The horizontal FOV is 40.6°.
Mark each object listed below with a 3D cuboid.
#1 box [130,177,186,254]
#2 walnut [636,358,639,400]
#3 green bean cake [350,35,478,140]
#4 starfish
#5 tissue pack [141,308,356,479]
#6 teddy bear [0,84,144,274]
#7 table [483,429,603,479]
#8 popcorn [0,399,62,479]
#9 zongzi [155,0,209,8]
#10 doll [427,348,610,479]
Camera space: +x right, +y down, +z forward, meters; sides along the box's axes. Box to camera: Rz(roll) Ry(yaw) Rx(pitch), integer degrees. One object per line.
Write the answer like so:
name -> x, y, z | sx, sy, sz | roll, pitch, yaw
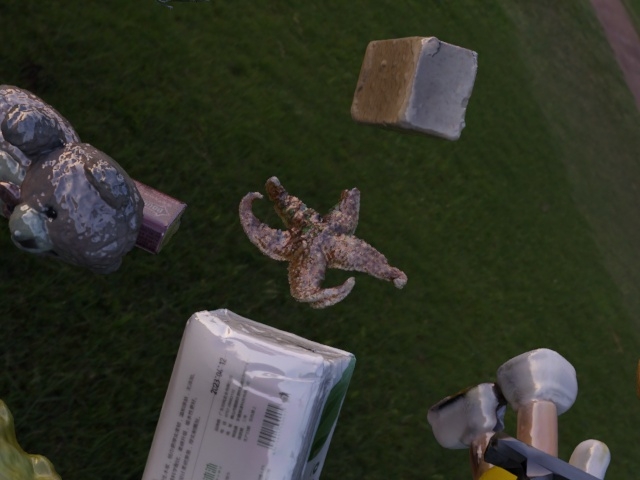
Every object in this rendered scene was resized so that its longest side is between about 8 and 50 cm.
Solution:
box -> -0.346, -0.065, 1.438 | 0.224, 0.069, 0.120 | 26, 28, 0
walnut -> 0.506, 0.159, 0.957 | 0.332, 0.333, 0.333 | 24, 52, -34
green bean cake -> 0.110, -0.183, 1.045 | 0.085, 0.179, 0.109 | 10, 95, -20
starfish -> 0.002, 0.005, 0.950 | 0.150, 0.209, 0.053 | -59, 156, -20
tissue pack -> -0.124, 0.316, 1.436 | 0.194, 0.266, 0.357 | 7, 100, -74
teddy bear -> -0.332, -0.068, 1.031 | 0.151, 0.236, 0.267 | -33, 68, -33
table -> 0.125, 0.315, 0.355 | 0.272, 0.222, 0.335 | 25, 35, 9
popcorn -> -0.415, 0.259, 0.859 | 0.334, 0.292, 0.293 | 29, 45, 29
zongzi -> -0.228, -0.401, 1.393 | 0.119, 0.055, 0.109 | 24, 26, -24
doll -> 0.207, 0.325, 0.956 | 0.161, 0.348, 0.423 | 20, 73, -18
